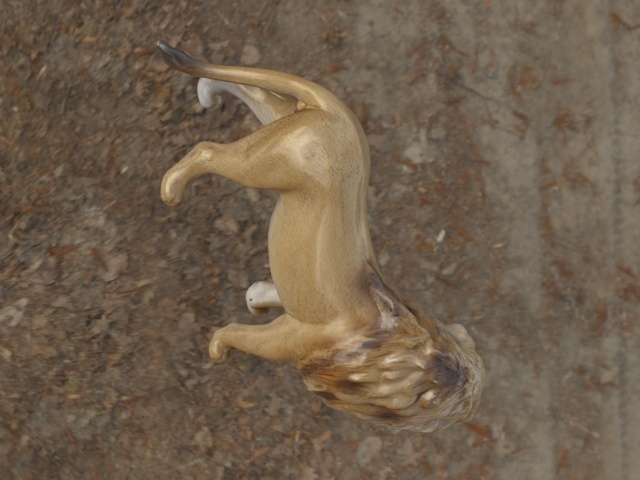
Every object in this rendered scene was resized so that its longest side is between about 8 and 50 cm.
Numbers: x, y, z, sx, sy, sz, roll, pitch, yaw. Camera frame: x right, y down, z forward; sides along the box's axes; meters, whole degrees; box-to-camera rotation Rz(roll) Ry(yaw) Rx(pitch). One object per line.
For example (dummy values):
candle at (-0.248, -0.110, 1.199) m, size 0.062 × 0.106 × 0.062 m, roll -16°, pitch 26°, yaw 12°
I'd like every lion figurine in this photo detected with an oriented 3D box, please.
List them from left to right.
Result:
lion figurine at (0.000, 0.000, 0.770) m, size 0.142 × 0.240 × 0.392 m, roll -47°, pitch 127°, yaw -46°
